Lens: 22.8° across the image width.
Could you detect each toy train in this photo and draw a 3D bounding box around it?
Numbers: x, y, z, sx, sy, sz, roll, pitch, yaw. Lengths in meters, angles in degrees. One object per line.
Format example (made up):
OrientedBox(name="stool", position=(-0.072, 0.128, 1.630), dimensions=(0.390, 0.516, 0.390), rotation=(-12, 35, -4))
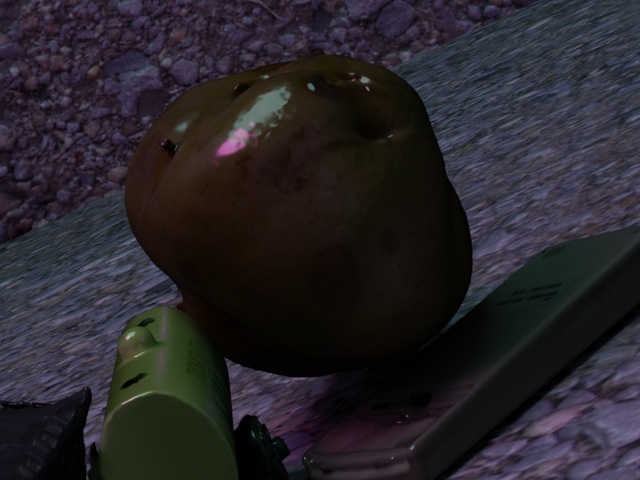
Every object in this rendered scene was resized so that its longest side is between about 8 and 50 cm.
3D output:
OrientedBox(name="toy train", position=(-0.080, 0.121, 0.927), dimensions=(0.105, 0.157, 0.253), rotation=(-25, 11, 0))

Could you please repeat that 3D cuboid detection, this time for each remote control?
OrientedBox(name="remote control", position=(0.114, 0.078, 1.033), dimensions=(0.285, 0.038, 0.123), rotation=(-37, 13, -37))

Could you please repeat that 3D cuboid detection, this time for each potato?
OrientedBox(name="potato", position=(-0.001, -0.003, 1.085), dimensions=(0.218, 0.202, 0.351), rotation=(10, -18, 17))

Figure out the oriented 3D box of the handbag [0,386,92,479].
OrientedBox(name="handbag", position=(-0.168, 0.186, 0.811), dimensions=(0.088, 0.175, 0.270), rotation=(-4, 17, 8))
